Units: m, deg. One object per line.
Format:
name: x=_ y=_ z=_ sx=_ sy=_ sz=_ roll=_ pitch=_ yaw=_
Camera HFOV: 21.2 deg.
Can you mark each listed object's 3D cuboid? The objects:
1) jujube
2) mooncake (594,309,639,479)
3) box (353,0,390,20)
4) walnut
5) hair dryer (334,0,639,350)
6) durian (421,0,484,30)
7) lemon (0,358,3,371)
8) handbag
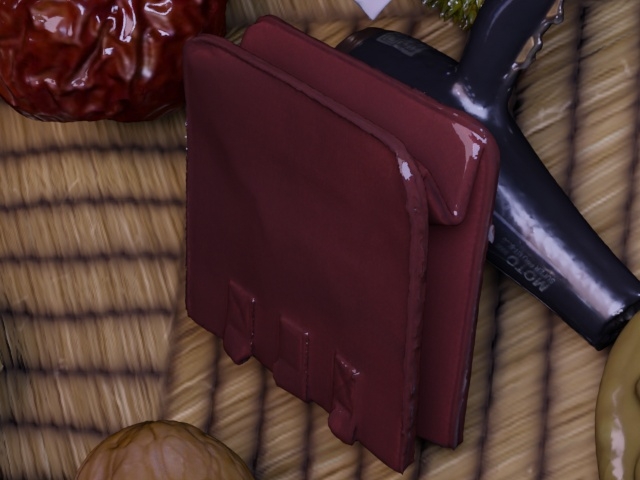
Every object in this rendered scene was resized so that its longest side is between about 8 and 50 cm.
jujube: x=-0.180 y=-0.212 z=1.402 sx=0.213 sy=0.213 sz=0.232 roll=8 pitch=99 yaw=35
mooncake: x=0.279 y=0.141 z=1.063 sx=0.235 sy=0.117 sz=0.235 roll=-10 pitch=71 yaw=29
box: x=0.048 y=-0.303 z=1.220 sx=0.200 sy=0.106 sz=0.299 roll=-43 pitch=25 yaw=12
walnut: x=-0.114 y=0.231 z=1.276 sx=0.167 sy=0.167 sz=0.207 roll=-28 pitch=61 yaw=25
hair dryer: x=0.157 y=-0.129 z=1.162 sx=0.304 sy=0.120 sz=0.359 roll=46 pitch=129 yaw=28
durian: x=0.096 y=-0.250 z=1.296 sx=0.119 sy=0.108 sz=0.186 roll=6 pitch=81 yaw=35
lemon: x=-0.369 y=0.101 z=1.474 sx=0.203 sy=0.178 sz=0.178 roll=4 pitch=78 yaw=10
handbag: x=0.001 y=-0.001 z=1.225 sx=0.260 sy=0.084 sz=0.275 roll=30 pitch=132 yaw=38
